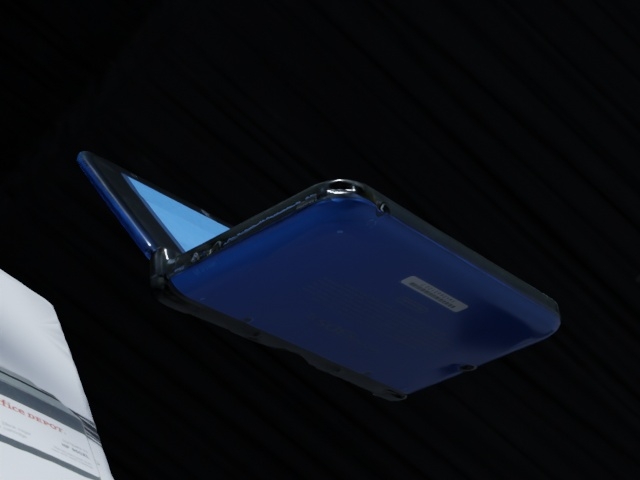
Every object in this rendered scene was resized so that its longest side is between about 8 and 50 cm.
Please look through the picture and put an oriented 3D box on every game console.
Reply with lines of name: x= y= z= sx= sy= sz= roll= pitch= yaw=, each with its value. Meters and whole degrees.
game console: x=0.000 y=0.000 z=0.991 sx=0.250 sy=0.293 sz=0.173 roll=-27 pitch=55 yaw=30

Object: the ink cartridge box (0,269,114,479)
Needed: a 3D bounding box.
ink cartridge box: x=-0.249 y=0.180 z=0.627 sx=0.285 sy=0.166 sz=0.395 roll=-48 pitch=31 yaw=5
